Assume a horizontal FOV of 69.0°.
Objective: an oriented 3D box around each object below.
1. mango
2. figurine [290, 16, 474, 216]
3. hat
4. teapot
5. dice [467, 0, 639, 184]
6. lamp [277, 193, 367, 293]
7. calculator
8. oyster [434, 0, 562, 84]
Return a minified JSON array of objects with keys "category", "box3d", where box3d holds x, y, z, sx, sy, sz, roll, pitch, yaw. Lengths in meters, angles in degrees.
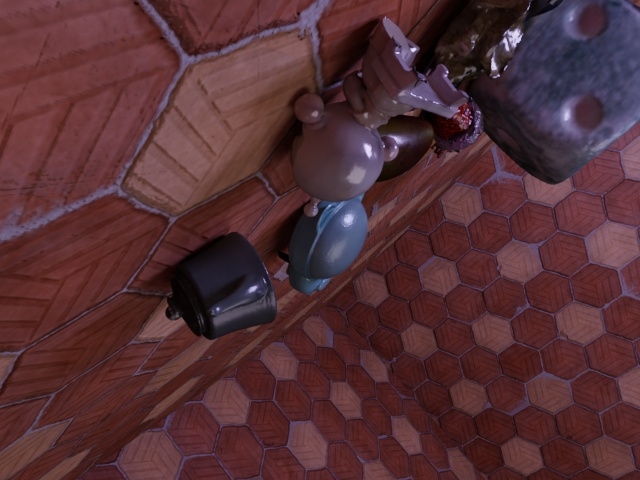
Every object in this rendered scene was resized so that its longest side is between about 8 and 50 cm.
[{"category":"mango","box3d":[0.104,-0.160,0.811,0.133,0.111,0.268,-16,-179,43]},{"category":"figurine","box3d":[0.056,-0.140,0.625,0.256,0.144,0.182,-47,169,32]},{"category":"hat","box3d":[0.271,-0.277,1.022,0.140,0.128,0.227,-28,158,24]},{"category":"teapot","box3d":[-0.177,0.088,0.743,0.149,0.162,0.239,-26,-167,-29]},{"category":"dice","box3d":[0.591,-0.363,1.131,0.348,0.330,0.328,-42,170,10]},{"category":"lamp","box3d":[0.009,0.008,1.038,0.209,0.147,0.284,-33,167,-46]},{"category":"calculator","box3d":[0.200,-0.298,0.811,0.127,0.034,0.190,-25,159,-52]},{"category":"oyster","box3d":[0.292,-0.360,0.685,0.361,0.096,0.221,-47,161,-12]}]
